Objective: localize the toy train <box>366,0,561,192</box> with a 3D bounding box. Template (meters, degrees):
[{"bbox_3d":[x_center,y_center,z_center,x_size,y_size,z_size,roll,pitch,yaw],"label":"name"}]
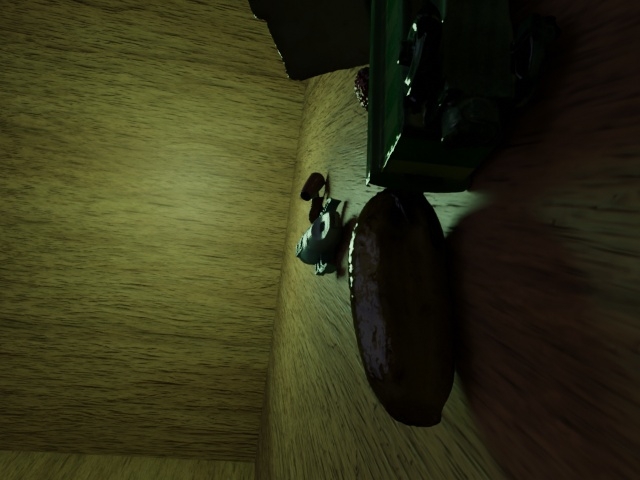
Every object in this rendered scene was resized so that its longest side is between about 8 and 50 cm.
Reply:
[{"bbox_3d":[0.119,-0.198,0.455,0.202,0.121,0.300,111,164,-69],"label":"toy train"}]

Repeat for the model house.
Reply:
[{"bbox_3d":[-0.003,-0.524,0.919,0.284,0.244,0.298,-85,-20,-45],"label":"model house"}]

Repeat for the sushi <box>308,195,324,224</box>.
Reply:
[{"bbox_3d":[-0.010,-0.085,1.405,0.050,0.047,0.099,-42,-37,-81],"label":"sushi"}]

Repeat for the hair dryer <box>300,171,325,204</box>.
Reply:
[{"bbox_3d":[-0.020,-0.126,1.476,0.154,0.054,0.106,80,-151,-43],"label":"hair dryer"}]

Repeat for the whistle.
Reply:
[{"bbox_3d":[0.000,0.000,1.148,0.274,0.093,0.186,126,150,-66],"label":"whistle"}]

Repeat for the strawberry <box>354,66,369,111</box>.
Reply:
[{"bbox_3d":[0.097,-0.245,0.772,0.096,0.083,0.083,63,-160,-48],"label":"strawberry"}]

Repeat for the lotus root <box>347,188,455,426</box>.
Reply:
[{"bbox_3d":[0.082,0.057,0.493,0.097,0.110,0.258,116,160,-59],"label":"lotus root"}]
